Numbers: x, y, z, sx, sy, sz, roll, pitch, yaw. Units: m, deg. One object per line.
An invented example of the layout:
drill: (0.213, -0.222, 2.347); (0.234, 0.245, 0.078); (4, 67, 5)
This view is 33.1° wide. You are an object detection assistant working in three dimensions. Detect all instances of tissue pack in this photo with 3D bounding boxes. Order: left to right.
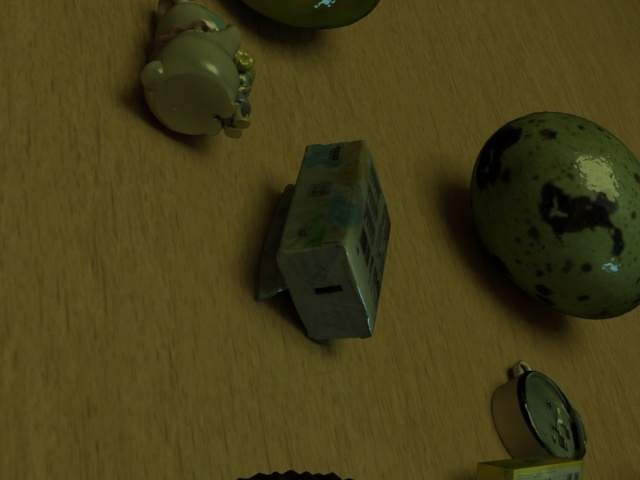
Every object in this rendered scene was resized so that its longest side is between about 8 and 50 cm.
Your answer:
tissue pack: (0.000, 0.000, 1.409); (0.229, 0.145, 0.159); (-77, 155, -49)
tissue pack: (0.279, 0.342, 1.440); (0.176, 0.062, 0.095); (6, 87, -45)

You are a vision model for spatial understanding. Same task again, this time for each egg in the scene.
egg: (0.411, -0.038, 1.784); (0.379, 0.287, 0.287); (54, 31, -22)

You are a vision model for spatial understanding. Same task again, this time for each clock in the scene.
clock: (0.329, 0.271, 1.599); (0.155, 0.063, 0.229); (30, 41, -28)

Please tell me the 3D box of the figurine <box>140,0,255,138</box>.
figurine: (-0.158, -0.250, 1.439); (0.155, 0.127, 0.235); (16, 42, -17)

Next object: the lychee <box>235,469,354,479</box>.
lychee: (-0.018, 0.325, 0.995); (0.271, 0.236, 0.236); (30, 35, 2)

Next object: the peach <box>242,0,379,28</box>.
peach: (-0.016, -0.495, 1.696); (0.315, 0.281, 0.314); (41, 40, -2)
